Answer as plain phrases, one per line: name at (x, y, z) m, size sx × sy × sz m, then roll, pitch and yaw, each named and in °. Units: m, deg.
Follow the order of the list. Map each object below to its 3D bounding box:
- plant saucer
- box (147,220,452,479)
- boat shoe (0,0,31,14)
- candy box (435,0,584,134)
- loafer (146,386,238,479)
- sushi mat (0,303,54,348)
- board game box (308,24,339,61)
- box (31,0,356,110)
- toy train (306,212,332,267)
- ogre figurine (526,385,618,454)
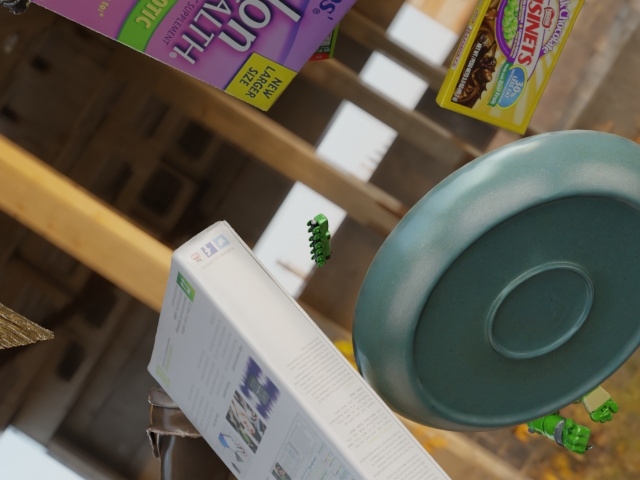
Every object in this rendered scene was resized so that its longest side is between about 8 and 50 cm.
plant saucer at (0.180, 0.051, 1.314) m, size 0.317 × 0.317 × 0.043 m, roll -59°, pitch 37°, yaw 22°
box at (-0.009, 0.162, 1.204) m, size 0.058 × 0.322 × 0.232 m, roll -34°, pitch -15°, yaw -25°
boat shoe at (-0.283, -0.274, 1.467) m, size 0.038 × 0.046 × 0.125 m, roll 59°, pitch -149°, yaw -59°
candy box at (0.210, -0.222, 1.630) m, size 0.027 × 0.105 × 0.206 m, roll -118°, pitch 47°, yaw -64°
loafer at (-0.152, 0.286, 2.028) m, size 0.366 × 0.134 × 0.130 m, roll 76°, pitch -160°, yaw -69°
sushi mat at (-0.469, 0.118, 2.077) m, size 0.316 × 0.151 × 0.019 m, roll 72°, pitch -174°, yaw -78°
board game box at (-0.066, -0.223, 1.368) m, size 0.092 × 0.181 × 0.043 m, roll -11°, pitch -46°, yaw -26°
box at (-0.088, -0.243, 1.137) m, size 0.213 × 0.243 × 0.117 m, roll -46°, pitch 29°, yaw 43°
toy train at (0.000, 0.000, 1.661) m, size 0.024 × 0.017 × 0.083 m, roll -34°, pitch -30°, yaw -17°
ogre figurine at (0.287, 0.153, 1.813) m, size 0.118 × 0.097 × 0.197 m, roll -20°, pitch 76°, yaw 60°
